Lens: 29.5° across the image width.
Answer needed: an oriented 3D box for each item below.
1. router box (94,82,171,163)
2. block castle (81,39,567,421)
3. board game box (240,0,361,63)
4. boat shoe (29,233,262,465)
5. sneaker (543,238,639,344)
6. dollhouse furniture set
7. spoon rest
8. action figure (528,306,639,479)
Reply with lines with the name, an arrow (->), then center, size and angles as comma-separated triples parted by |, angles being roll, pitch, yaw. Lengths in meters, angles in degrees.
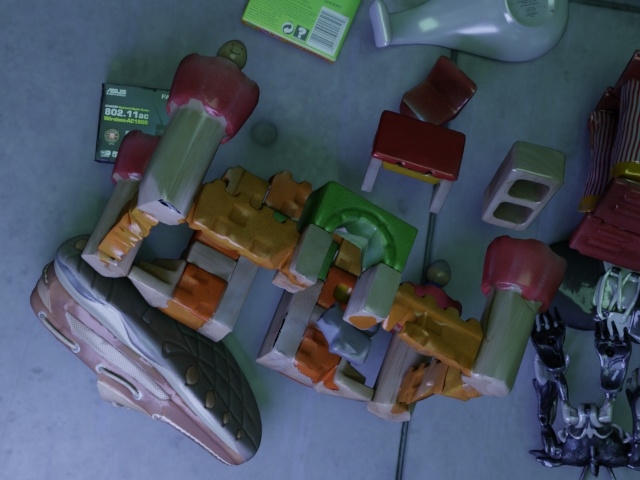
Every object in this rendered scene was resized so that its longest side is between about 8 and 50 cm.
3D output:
router box -> -0.199, -0.132, 1.423 | 0.122, 0.038, 0.092 | 5, 89, -8
block castle -> 0.000, 0.000, 1.298 | 0.453, 0.303, 0.213 | 28, 65, -14
board game box -> 0.011, -0.356, 1.456 | 0.124, 0.039, 0.259 | 23, 89, -8
boat shoe -> -0.199, 0.138, 1.395 | 0.116, 0.123, 0.324 | -40, 96, 26
sneaker -> 0.414, 0.072, 1.460 | 0.330, 0.146, 0.122 | 13, 89, -7
dollhouse furniture set -> 0.256, -0.123, 1.401 | 0.374, 0.152, 0.201 | 17, 59, -4
spoon rest -> 0.179, -0.276, 1.469 | 0.276, 0.084, 0.137 | -11, 92, -21
action figure -> 0.324, 0.186, 1.434 | 0.164, 0.276, 0.141 | 4, 52, 20
